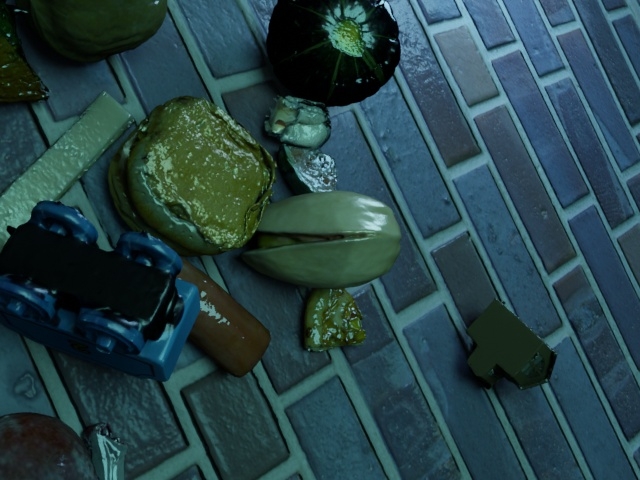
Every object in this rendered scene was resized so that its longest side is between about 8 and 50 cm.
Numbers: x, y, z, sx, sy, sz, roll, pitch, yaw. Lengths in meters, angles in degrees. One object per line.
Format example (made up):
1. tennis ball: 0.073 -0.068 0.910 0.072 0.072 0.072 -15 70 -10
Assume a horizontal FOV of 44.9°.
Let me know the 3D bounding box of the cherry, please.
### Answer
1. cherry: -0.429 0.380 1.091 0.236 0.212 0.286 35 47 -31

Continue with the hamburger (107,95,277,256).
1. hamburger: -0.234 -0.109 1.432 0.318 0.158 0.319 13 65 -31

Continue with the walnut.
1. walnut: -0.404 -0.452 1.389 0.283 0.227 0.283 -30 128 -50

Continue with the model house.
1. model house: 0.450 0.284 1.814 0.176 0.181 0.248 -46 138 2

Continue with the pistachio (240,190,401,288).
1. pistachio: 0.000 0.000 1.524 0.317 0.214 0.194 -3 87 -10

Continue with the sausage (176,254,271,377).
1. sausage: -0.212 0.129 1.399 0.259 0.113 0.114 44 54 -17

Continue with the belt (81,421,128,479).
1. belt: -0.339 0.410 1.245 0.071 0.053 0.232 -1 74 -28

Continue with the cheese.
1. cheese: -0.466 -0.117 1.352 0.085 0.034 0.400 46 54 -19

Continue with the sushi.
1. sushi: -0.565 -0.352 1.287 0.287 0.149 0.140 43 51 -9

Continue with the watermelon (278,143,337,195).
1. watermelon: -0.015 -0.137 1.662 0.187 0.071 0.139 51 45 0

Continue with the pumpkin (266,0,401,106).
1. pumpkin: 0.016 -0.437 1.701 0.295 0.296 0.296 13 67 -32

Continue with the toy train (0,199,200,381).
1. toy train: -0.353 0.085 1.195 0.300 0.265 0.188 19 63 4

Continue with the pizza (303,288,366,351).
1. pizza: 0.035 0.165 1.592 0.161 0.062 0.182 43 53 -18

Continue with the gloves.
1. gloves: -0.041 -0.254 1.660 0.153 0.070 0.114 16 110 -33
